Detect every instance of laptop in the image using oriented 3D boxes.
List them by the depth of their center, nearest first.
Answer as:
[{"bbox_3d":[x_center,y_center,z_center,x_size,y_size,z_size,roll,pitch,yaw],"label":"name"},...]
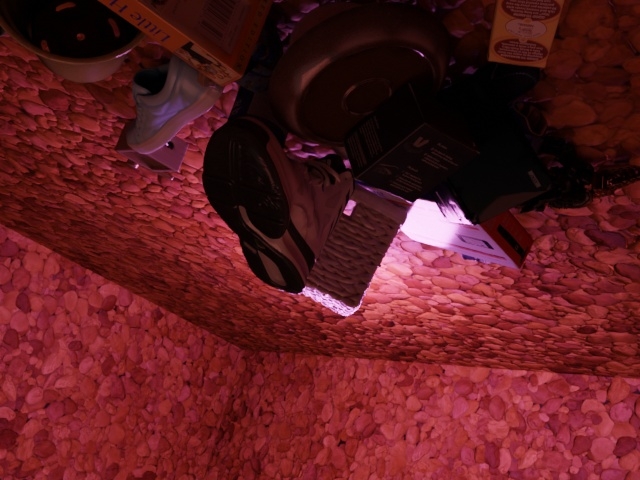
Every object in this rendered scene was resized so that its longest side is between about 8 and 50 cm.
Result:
[{"bbox_3d":[0.270,-0.159,1.277,0.234,0.136,0.264,58,177,-6],"label":"laptop"}]

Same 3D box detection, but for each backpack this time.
[{"bbox_3d":[-0.132,-0.356,1.230,0.117,0.158,0.173,-27,149,34],"label":"backpack"}]

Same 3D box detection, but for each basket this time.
[{"bbox_3d":[0.000,0.000,1.698,0.328,0.266,0.331,26,171,2],"label":"basket"}]

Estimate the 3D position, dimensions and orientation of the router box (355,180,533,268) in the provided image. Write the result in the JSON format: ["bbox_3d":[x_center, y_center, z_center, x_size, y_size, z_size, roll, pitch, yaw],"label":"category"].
[{"bbox_3d":[0.283,-0.068,1.594,0.335,0.082,0.301,18,166,45],"label":"router box"}]

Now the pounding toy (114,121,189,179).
[{"bbox_3d":[-0.442,-0.238,1.800,0.206,0.094,0.181,6,163,45],"label":"pounding toy"}]

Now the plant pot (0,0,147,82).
[{"bbox_3d":[-0.430,-0.405,1.212,0.276,0.276,0.254,21,169,-13],"label":"plant pot"}]

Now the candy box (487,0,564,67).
[{"bbox_3d":[0.276,-0.387,0.837,0.088,0.183,0.316,12,157,11],"label":"candy box"}]

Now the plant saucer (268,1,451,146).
[{"bbox_3d":[0.071,-0.246,1.103,0.311,0.050,0.310,-13,151,-7],"label":"plant saucer"}]

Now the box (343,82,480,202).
[{"bbox_3d":[0.152,-0.158,1.148,0.156,0.093,0.158,18,137,-42],"label":"box"}]

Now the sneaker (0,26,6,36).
[{"bbox_3d":[-0.641,-0.455,1.291,0.124,0.178,0.295,31,153,-33],"label":"sneaker"}]

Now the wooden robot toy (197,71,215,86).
[{"bbox_3d":[-0.228,-0.393,1.332,0.079,0.076,0.173,46,150,37],"label":"wooden robot toy"}]

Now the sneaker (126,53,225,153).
[{"bbox_3d":[-0.361,-0.318,1.510,0.150,0.135,0.366,31,142,-31],"label":"sneaker"}]

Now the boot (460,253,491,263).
[{"bbox_3d":[0.415,0.015,1.839,0.086,0.069,0.190,4,157,21],"label":"boot"}]

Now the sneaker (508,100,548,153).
[{"bbox_3d":[0.356,-0.206,1.353,0.086,0.163,0.226,4,-155,-25],"label":"sneaker"}]

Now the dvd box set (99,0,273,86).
[{"bbox_3d":[-0.229,-0.443,0.883,0.420,0.307,0.062,30,156,-33],"label":"dvd box set"}]

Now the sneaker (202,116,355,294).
[{"bbox_3d":[-0.064,-0.117,1.272,0.169,0.257,0.447,19,151,21],"label":"sneaker"}]

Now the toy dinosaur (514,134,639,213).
[{"bbox_3d":[0.504,-0.129,1.407,0.218,0.164,0.322,16,144,-41],"label":"toy dinosaur"}]

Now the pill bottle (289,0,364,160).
[{"bbox_3d":[0.053,-0.278,1.264,0.169,0.169,0.301,9,157,15],"label":"pill bottle"}]

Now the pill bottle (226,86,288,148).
[{"bbox_3d":[-0.115,-0.254,1.361,0.123,0.219,0.123,13,157,6],"label":"pill bottle"}]

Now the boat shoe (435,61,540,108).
[{"bbox_3d":[0.298,-0.252,1.264,0.109,0.089,0.258,25,156,-22],"label":"boat shoe"}]
